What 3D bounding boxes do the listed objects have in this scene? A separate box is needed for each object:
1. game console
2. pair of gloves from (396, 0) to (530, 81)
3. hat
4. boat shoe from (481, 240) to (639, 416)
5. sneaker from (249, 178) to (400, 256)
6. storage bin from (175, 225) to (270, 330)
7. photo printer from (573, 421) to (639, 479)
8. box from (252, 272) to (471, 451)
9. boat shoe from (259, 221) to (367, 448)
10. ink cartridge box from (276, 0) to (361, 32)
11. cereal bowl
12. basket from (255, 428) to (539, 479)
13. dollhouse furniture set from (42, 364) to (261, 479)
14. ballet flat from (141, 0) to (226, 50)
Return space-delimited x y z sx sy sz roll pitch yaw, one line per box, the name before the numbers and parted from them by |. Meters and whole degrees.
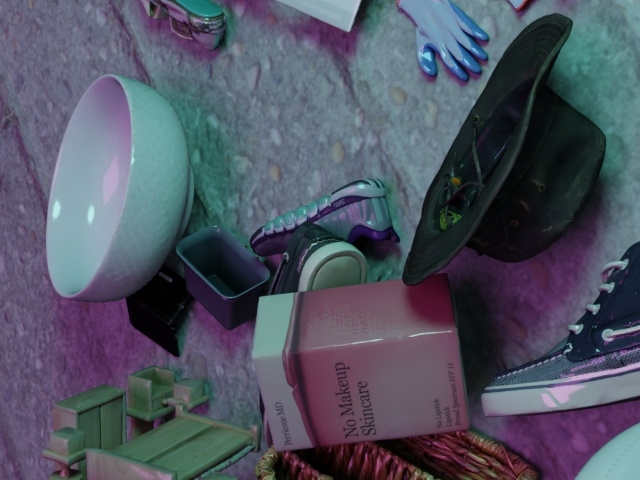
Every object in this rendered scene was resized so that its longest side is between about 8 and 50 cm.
game console | -0.247 0.103 1.602 0.122 0.071 0.107 28 79 34
pair of gloves | 0.172 -0.294 1.237 0.159 0.023 0.198 52 121 25
hat | 0.219 -0.072 1.110 0.134 0.331 0.331 28 114 -4
boat shoe | 0.318 0.090 1.086 0.341 0.127 0.158 -17 75 30
sneaker | 0.000 0.000 1.354 0.224 0.083 0.098 -25 81 36
storage bin | -0.137 0.056 1.468 0.135 0.098 0.091 41 144 30
photo printer | 0.386 0.294 0.947 0.307 0.256 0.107 41 136 31
box | 0.049 0.142 1.196 0.233 0.126 0.148 -8 120 6
boat shoe | -0.029 0.126 1.345 0.113 0.127 0.340 49 141 44
ink cartridge box | -0.004 -0.427 1.350 0.275 0.060 0.238 31 112 33
cereal bowl | -0.284 -0.068 1.512 0.339 0.141 0.338 -22 63 53
basket | 0.066 0.320 1.228 0.299 0.214 0.223 27 109 35
dollhouse furniture set | -0.189 0.323 1.408 0.356 0.303 0.173 9 104 30
ballet flat | -0.219 -0.353 1.527 0.221 0.077 0.079 43 137 29
